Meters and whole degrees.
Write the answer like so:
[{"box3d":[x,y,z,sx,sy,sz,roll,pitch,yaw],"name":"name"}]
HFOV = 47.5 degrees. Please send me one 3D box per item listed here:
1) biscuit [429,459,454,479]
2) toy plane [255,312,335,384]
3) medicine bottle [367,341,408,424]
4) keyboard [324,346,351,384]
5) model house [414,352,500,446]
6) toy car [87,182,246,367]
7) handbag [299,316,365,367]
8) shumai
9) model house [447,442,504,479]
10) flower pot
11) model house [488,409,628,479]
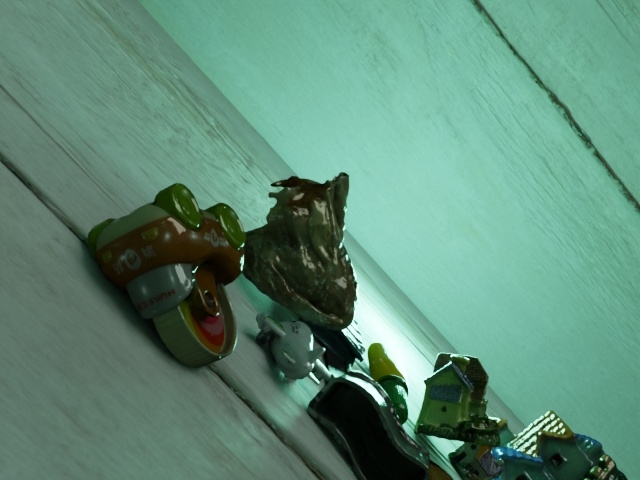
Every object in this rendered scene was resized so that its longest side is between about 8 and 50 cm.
[{"box3d":[0.262,0.519,1.447,0.229,0.031,0.176,49,10,-14],"name":"biscuit"},{"box3d":[-0.042,0.182,1.223,0.174,0.080,0.174,44,0,0],"name":"toy plane"},{"box3d":[0.156,0.319,1.619,0.111,0.076,0.309,45,9,-9],"name":"medicine bottle"},{"box3d":[0.036,0.276,1.410,0.072,0.023,0.231,40,10,-12],"name":"keyboard"},{"box3d":[0.323,0.359,1.667,0.194,0.189,0.214,4,-8,19],"name":"model house"},{"box3d":[-0.182,0.060,0.970,0.235,0.145,0.235,55,19,-29],"name":"toy car"},{"box3d":[0.030,0.188,1.626,0.179,0.062,0.229,50,8,-11],"name":"handbag"},{"box3d":[0.000,0.000,1.437,0.267,0.263,0.314,11,26,-49],"name":"shumai"},{"box3d":[0.380,0.529,1.741,0.087,0.100,0.101,38,15,-51],"name":"model house"},{"box3d":[0.089,0.323,1.205,0.229,0.103,0.108,50,8,10],"name":"flower pot"},{"box3d":[0.570,0.568,1.868,0.329,0.294,0.251,54,6,15],"name":"model house"}]
